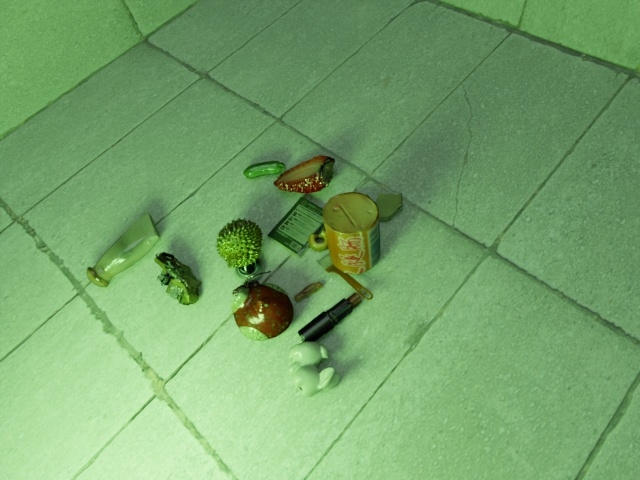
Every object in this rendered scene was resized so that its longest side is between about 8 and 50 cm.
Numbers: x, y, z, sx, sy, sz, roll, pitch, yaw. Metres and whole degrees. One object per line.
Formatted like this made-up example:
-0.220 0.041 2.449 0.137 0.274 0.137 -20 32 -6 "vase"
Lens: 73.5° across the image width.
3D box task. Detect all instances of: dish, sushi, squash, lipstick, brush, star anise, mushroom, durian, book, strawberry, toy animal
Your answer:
-0.325 0.117 1.915 0.141 0.078 0.141 -4 59 6 "dish"
-0.634 0.175 1.917 0.291 0.139 0.131 43 94 28 "sushi"
-0.287 -0.363 2.189 0.219 0.068 0.077 -8 44 5 "squash"
0.043 0.315 1.744 0.300 0.081 0.081 -33 61 -17 "lipstick"
0.111 0.156 1.827 0.090 0.017 0.314 -32 51 -23 "brush"
-0.295 0.188 1.857 0.191 0.097 0.070 -25 75 -6 "star anise"
-0.903 0.052 2.010 0.154 0.137 0.407 35 73 12 "mushroom"
-0.359 0.003 1.897 0.200 0.176 0.237 -17 34 24 "durian"
-0.091 -0.066 2.012 0.202 0.027 0.264 31 69 23 "book"
-0.069 -0.302 2.106 0.306 0.137 0.233 -11 36 31 "strawberry"
-0.032 0.484 1.632 0.178 0.127 0.193 -21 57 -6 "toy animal"

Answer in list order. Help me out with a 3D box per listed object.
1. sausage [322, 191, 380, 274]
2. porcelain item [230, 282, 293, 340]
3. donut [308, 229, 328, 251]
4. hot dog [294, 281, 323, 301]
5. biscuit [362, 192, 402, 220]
0.136 -0.026 1.790 0.233 0.287 0.233 -4 52 6 "sausage"
-0.235 0.275 1.724 0.253 0.253 0.253 -4 60 7 "porcelain item"
0.000 0.000 1.938 0.108 0.043 0.097 -20 74 -8 "donut"
-0.054 0.216 1.846 0.137 0.028 0.044 -29 53 -7 "hot dog"
0.258 -0.158 2.000 0.250 0.046 0.147 -2 59 9 "biscuit"
